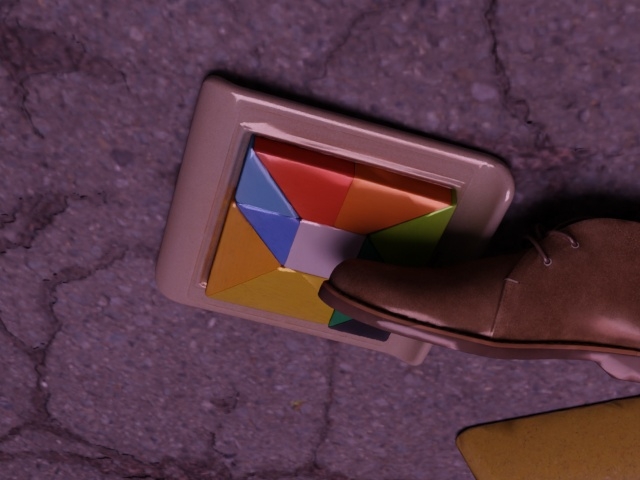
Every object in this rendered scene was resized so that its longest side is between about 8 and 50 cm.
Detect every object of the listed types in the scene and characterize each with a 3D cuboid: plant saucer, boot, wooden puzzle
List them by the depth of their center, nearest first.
[{"bbox_3d":[0.152,0.029,0.724,0.305,0.112,0.115,7,102,-8],"label":"boot"},{"bbox_3d":[0.000,0.000,0.766,0.239,0.044,0.221,17,131,-5],"label":"wooden puzzle"},{"bbox_3d":[0.332,0.281,0.922,0.333,0.081,0.332,-15,125,21],"label":"plant saucer"}]
